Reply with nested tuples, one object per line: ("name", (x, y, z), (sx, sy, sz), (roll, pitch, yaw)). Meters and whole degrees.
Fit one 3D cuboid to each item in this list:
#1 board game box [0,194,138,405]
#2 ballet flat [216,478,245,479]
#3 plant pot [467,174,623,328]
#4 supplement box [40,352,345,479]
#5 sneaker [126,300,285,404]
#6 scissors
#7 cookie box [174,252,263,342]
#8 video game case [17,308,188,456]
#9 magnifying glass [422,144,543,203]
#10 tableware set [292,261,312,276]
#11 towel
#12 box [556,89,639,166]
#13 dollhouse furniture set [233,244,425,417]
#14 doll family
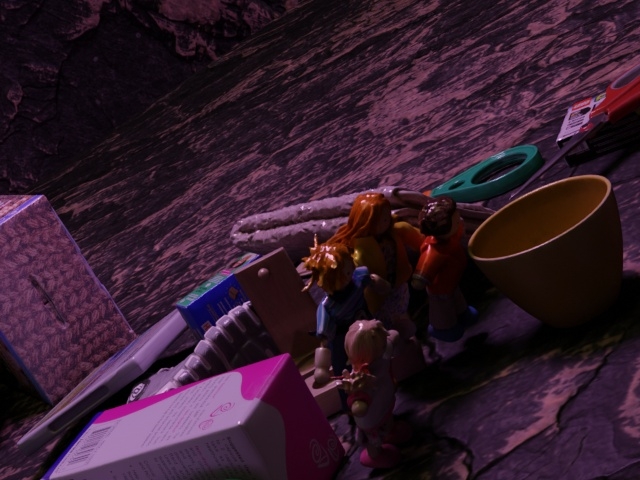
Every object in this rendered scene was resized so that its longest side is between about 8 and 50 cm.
("board game box", (-0.405, 0.072, 1.802), (0.141, 0.232, 0.291), (-38, 18, -22))
("ballet flat", (-0.140, 0.254, 1.079), (0.221, 0.077, 0.079), (-24, 3, 30))
("plant pot", (0.208, 0.018, 1.165), (0.134, 0.095, 0.134), (-28, 16, 9))
("supplement box", (-0.108, 0.193, 1.152), (0.220, 0.114, 0.111), (-21, 17, 31))
("sneaker", (-0.126, 0.133, 1.413), (0.228, 0.086, 0.132), (-39, 16, -25))
("scissors", (0.296, -0.127, 1.461), (0.297, 0.021, 0.109), (-36, 20, -14))
("cookie box", (-0.092, 0.079, 1.499), (0.107, 0.092, 0.040), (-35, 15, -20))
("video game case", (-0.230, 0.148, 1.539), (0.193, 0.023, 0.212), (-36, 6, 24))
("magnifying glass", (0.157, -0.057, 1.609), (0.231, 0.026, 0.092), (-20, 19, 23))
("tableware set", (0.000, 0.000, 1.705), (0.141, 0.020, 0.168), (-8, 26, 51))
("towel", (0.055, -0.009, 1.402), (0.187, 0.049, 0.282), (13, -14, -38))
("box", (0.371, -0.154, 1.506), (0.207, 0.036, 0.114), (-21, 18, 28))
("dollhouse furniture set", (0.005, 0.074, 1.293), (0.144, 0.123, 0.151), (-27, 17, 8))
("doll family", (0.039, 0.056, 1.139), (0.118, 0.163, 0.263), (6, 38, 25))
